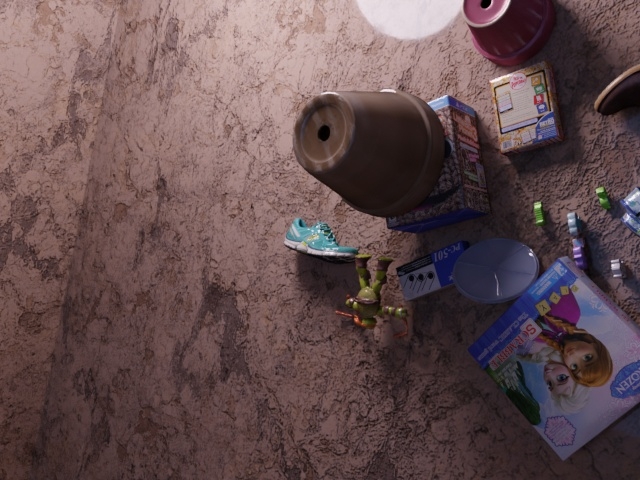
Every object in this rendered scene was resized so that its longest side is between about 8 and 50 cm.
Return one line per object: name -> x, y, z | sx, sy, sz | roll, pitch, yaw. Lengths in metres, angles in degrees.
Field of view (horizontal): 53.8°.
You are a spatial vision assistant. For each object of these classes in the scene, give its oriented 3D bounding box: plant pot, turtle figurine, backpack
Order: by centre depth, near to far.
backpack -> 0.679, -0.050, 1.314 | 0.084, 0.105, 0.114 | -47, 53, 24
plant pot -> 0.437, -0.545, 1.521 | 0.201, 0.180, 0.201 | -5, 82, 38
plant pot -> 0.092, -0.228, 1.523 | 0.323, 0.280, 0.323 | -4, 83, 40
turtle figurine -> 0.127, 0.151, 1.731 | 0.269, 0.087, 0.217 | 9, 100, 49

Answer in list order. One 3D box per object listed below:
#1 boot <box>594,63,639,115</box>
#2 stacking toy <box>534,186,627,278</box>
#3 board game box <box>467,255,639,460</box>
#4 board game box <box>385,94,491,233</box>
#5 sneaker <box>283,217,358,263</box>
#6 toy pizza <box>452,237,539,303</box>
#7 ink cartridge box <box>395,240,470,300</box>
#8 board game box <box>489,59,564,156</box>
boot -> 0.724, -0.278, 1.311 | 0.248, 0.090, 0.207 | -31, 64, 29
stacking toy -> 0.579, 0.000, 1.426 | 0.167, 0.052, 0.221 | -16, 75, 37
board game box -> 0.538, 0.258, 1.386 | 0.318, 0.066, 0.319 | 50, 121, 25
board game box -> 0.284, -0.187, 1.630 | 0.232, 0.141, 0.291 | -16, 75, 38
sneaker -> 0.000, 0.000, 1.875 | 0.275, 0.107, 0.110 | 18, 87, 39
toy pizza -> 0.418, 0.075, 1.508 | 0.201, 0.032, 0.201 | -14, 42, 13
ink cartridge box -> 0.302, 0.082, 1.648 | 0.207, 0.046, 0.097 | -26, 71, 35
board game box -> 0.498, -0.318, 1.531 | 0.146, 0.045, 0.194 | -13, 77, 38
